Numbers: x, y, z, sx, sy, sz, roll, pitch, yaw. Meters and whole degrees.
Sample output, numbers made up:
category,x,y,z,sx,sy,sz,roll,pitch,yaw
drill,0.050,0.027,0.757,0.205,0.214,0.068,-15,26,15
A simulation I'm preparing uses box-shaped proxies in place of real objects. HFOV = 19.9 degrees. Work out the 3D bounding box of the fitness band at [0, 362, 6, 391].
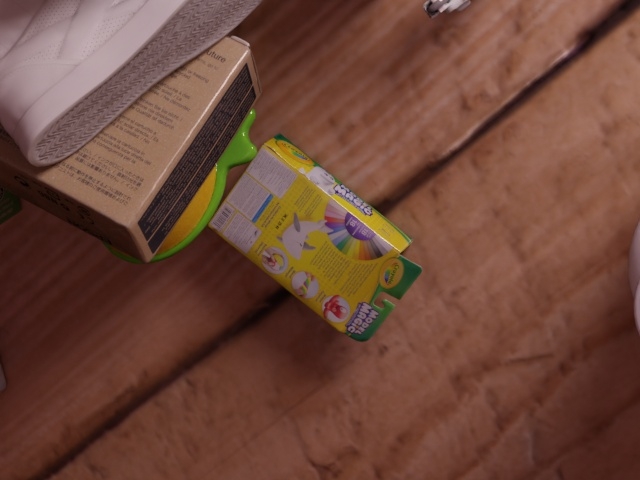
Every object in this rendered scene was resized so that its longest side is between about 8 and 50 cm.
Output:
category,x,y,z,sx,sy,sz,roll,pitch,yaw
fitness band,-0.430,0.094,1.824,0.209,0.054,0.291,-7,106,24

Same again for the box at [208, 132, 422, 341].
category,x,y,z,sx,sy,sz,roll,pitch,yaw
box,0.000,0.000,1.621,0.179,0.043,0.105,40,119,6

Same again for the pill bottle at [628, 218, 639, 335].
category,x,y,z,sx,sy,sz,roll,pitch,yaw
pill bottle,0.315,0.003,1.364,0.152,0.272,0.152,7,112,19

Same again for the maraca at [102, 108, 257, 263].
category,x,y,z,sx,sy,sz,roll,pitch,yaw
maraca,-0.132,-0.063,1.620,0.186,0.099,0.127,-48,67,13

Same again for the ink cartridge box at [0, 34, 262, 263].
category,x,y,z,sx,sy,sz,roll,pitch,yaw
ink cartridge box,-0.198,-0.119,1.556,0.234,0.193,0.088,28,162,19

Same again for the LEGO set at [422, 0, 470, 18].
category,x,y,z,sx,sy,sz,roll,pitch,yaw
LEGO set,0.028,-0.302,1.481,0.132,0.107,0.287,-30,93,-6

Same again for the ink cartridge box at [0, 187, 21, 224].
category,x,y,z,sx,sy,sz,roll,pitch,yaw
ink cartridge box,-0.377,-0.097,1.667,0.092,0.160,0.219,-9,105,25

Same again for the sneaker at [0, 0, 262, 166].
category,x,y,z,sx,sy,sz,roll,pitch,yaw
sneaker,-0.168,-0.213,1.486,0.292,0.108,0.169,-38,70,-8
